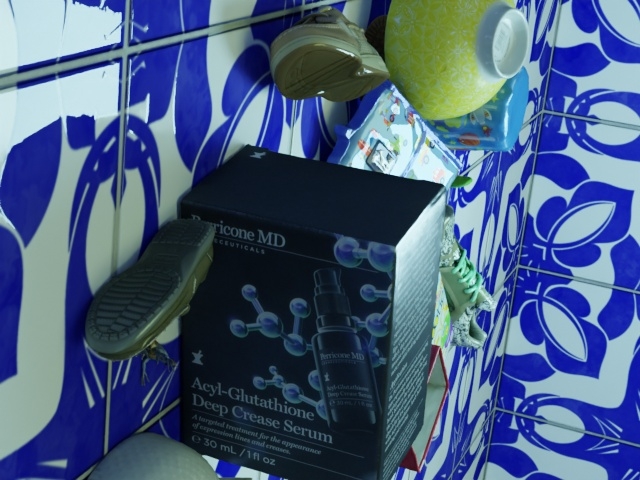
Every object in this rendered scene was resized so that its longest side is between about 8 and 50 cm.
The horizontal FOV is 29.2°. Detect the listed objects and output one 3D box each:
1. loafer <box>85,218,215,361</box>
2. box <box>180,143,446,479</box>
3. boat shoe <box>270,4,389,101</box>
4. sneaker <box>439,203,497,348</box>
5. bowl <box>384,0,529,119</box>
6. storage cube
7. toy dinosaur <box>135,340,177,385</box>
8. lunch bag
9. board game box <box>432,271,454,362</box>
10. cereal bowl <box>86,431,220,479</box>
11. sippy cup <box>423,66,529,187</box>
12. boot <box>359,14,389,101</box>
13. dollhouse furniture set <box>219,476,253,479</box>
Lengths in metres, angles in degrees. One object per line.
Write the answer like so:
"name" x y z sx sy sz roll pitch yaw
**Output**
"loafer" -0.187 0.069 1.437 0.251 0.094 0.087 -53 145 -50
"box" -0.013 0.109 1.652 0.212 0.293 0.396 -46 144 -57
"boat shoe" -0.002 -0.271 1.751 0.110 0.121 0.341 66 15 7
"sneaker" 0.309 0.089 2.718 0.410 0.182 0.158 84 27 -42
"bowl" 0.254 -0.336 2.052 0.289 0.156 0.290 -18 114 -48
"storage cube" 0.116 0.292 2.287 0.184 0.193 0.215 71 36 -57
"toy dinosaur" -0.200 0.138 1.531 0.082 0.047 0.090 -64 155 -86
"lunch bag" 0.089 -0.122 2.057 0.221 0.138 0.293 -59 145 -10
"board game box" 0.167 0.169 2.425 0.275 0.144 0.142 69 38 -60
"cereal bowl" -0.206 0.421 1.542 0.339 0.141 0.339 12 90 -70
"sippy cup" 0.267 -0.267 2.311 0.305 0.224 0.240 74 33 -53
"boot" 0.102 -0.314 2.078 0.085 0.059 0.158 -53 158 -56
"dollhouse furniture set" -0.153 0.556 1.831 0.201 0.152 0.374 -52 132 -50
